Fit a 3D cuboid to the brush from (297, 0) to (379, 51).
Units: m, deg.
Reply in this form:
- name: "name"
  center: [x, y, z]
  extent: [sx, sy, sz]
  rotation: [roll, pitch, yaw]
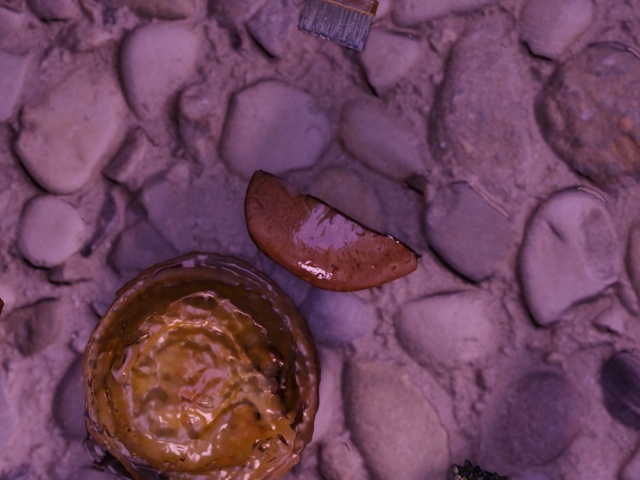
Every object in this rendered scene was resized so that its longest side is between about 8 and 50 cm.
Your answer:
- name: "brush"
  center: [0.043, -0.327, 1.783]
  extent: [0.082, 0.010, 0.218]
  rotation: [18, 84, 3]

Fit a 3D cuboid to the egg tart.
- name: "egg tart"
  center: [-0.137, 0.155, 1.684]
  extent: [0.291, 0.107, 0.291]
  rotation: [0, 83, 2]

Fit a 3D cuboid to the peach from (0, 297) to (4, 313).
- name: "peach"
  center: [-0.454, 0.080, 1.642]
  extent: [0.257, 0.232, 0.232]
  rotation: [2, 83, 18]

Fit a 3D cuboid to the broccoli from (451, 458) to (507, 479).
- name: "broccoli"
  center: [0.150, 0.322, 1.659]
  extent: [0.160, 0.167, 0.154]
  rotation: [6, 48, 28]

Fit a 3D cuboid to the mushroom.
- name: "mushroom"
  center: [0.001, 0.001, 1.717]
  extent: [0.210, 0.072, 0.094]
  rotation: [32, 94, 4]
